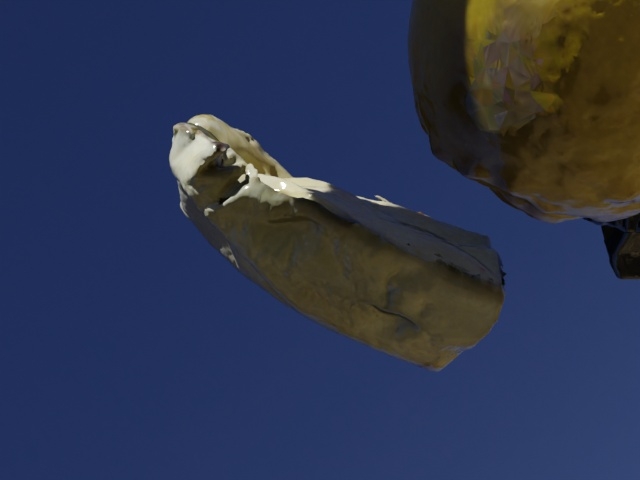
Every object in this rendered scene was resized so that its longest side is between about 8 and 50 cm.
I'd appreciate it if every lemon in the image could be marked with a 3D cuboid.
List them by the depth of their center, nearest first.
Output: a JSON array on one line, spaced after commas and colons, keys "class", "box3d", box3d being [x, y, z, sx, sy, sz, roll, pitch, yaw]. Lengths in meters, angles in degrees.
[{"class": "lemon", "box3d": [0.201, -0.171, 1.069, 0.285, 0.285, 0.316, 28, -94, -49]}]

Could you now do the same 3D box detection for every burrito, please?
[{"class": "burrito", "box3d": [-0.001, 0.001, 1.394, 0.332, 0.190, 0.135, 26, -73, -5]}]

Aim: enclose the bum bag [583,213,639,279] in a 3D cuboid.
[{"class": "bum bag", "box3d": [0.260, -0.103, 1.290, 0.137, 0.310, 0.074, -30, -20, 31]}]
